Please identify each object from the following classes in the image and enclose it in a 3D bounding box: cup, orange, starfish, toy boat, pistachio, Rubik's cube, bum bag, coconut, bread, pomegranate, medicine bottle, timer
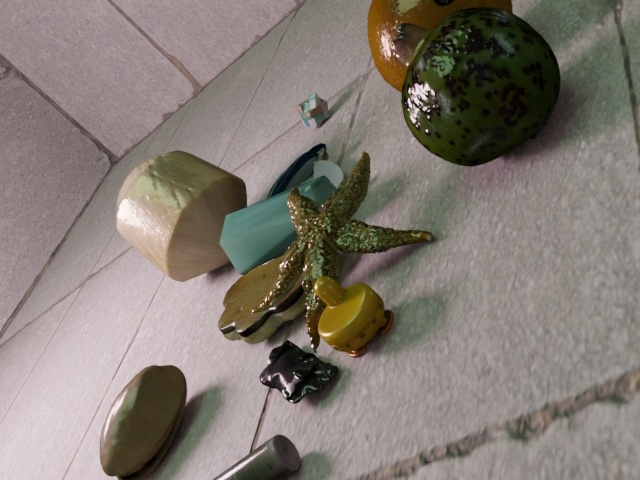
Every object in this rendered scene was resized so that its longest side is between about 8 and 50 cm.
[{"bbox_3d":[-0.067,-0.027,1.624,0.235,0.148,0.134,-24,14,34],"label":"cup"},{"bbox_3d":[0.222,-0.395,1.542,0.274,0.274,0.274,-39,23,20],"label":"orange"},{"bbox_3d":[-0.002,-0.002,1.398,0.347,0.078,0.358,-49,42,0],"label":"starfish"},{"bbox_3d":[-0.035,-0.093,1.760,0.210,0.070,0.292,-50,27,12],"label":"toy boat"},{"bbox_3d":[-0.315,0.324,1.482,0.135,0.135,0.226,-19,40,49],"label":"pistachio"},{"bbox_3d":[-0.015,-0.335,2.126,0.084,0.075,0.073,-47,19,-5],"label":"Rubik's cube"},{"bbox_3d":[-0.044,0.201,1.282,0.087,0.049,0.197,-47,20,-13],"label":"bum bag"},{"bbox_3d":[-0.298,-0.051,1.903,0.328,0.329,0.329,-39,23,20],"label":"coconut"},{"bbox_3d":[-0.090,0.107,1.518,0.286,0.056,0.207,-23,31,44],"label":"bread"},{"bbox_3d":[0.231,-0.248,1.283,0.254,0.270,0.254,-54,-8,-10],"label":"pomegranate"},{"bbox_3d":[-0.117,0.345,1.156,0.199,0.057,0.058,-38,23,20],"label":"medicine bottle"},{"bbox_3d":[0.038,0.106,1.212,0.107,0.109,0.107,-38,23,20],"label":"timer"}]
